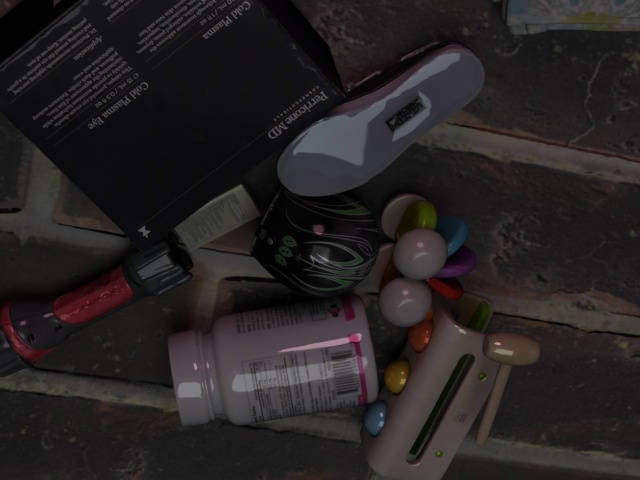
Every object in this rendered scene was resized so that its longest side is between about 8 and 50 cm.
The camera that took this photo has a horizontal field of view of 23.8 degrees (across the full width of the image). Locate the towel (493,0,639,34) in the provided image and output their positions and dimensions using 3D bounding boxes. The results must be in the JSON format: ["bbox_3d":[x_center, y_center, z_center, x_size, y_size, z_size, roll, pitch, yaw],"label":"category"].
[{"bbox_3d":[0.396,-0.424,1.908,0.320,0.090,0.374,-2,133,-8],"label":"towel"}]

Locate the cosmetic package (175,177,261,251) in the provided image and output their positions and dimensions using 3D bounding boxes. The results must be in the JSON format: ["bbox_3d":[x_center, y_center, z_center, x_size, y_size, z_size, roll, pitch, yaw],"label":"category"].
[{"bbox_3d":[-0.146,-0.039,2.109,0.115,0.041,0.060,-26,118,7],"label":"cosmetic package"}]

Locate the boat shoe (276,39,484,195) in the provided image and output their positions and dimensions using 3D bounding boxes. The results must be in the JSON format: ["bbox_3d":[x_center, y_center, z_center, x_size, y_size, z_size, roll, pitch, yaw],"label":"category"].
[{"bbox_3d":[0.072,-0.172,2.031,0.306,0.105,0.113,-37,113,5],"label":"boat shoe"}]

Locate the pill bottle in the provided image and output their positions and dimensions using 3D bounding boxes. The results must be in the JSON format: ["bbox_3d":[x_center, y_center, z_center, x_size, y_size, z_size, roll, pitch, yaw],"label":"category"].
[{"bbox_3d":[-0.068,0.176,2.170,0.283,0.160,0.160,-9,119,-3],"label":"pill bottle"}]

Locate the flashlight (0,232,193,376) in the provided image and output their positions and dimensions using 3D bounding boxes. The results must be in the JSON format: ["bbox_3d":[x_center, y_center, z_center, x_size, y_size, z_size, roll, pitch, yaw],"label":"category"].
[{"bbox_3d":[-0.332,0.083,2.117,0.304,0.103,0.103,-27,116,9],"label":"flashlight"}]

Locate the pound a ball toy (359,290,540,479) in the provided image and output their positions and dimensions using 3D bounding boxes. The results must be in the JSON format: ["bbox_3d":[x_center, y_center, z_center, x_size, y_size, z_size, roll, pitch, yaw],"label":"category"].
[{"bbox_3d":[0.171,0.212,2.196,0.135,0.208,0.319,18,116,-17],"label":"pound a ball toy"}]

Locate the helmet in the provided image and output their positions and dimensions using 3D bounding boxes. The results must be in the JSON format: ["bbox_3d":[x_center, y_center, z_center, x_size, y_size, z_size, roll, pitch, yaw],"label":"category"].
[{"bbox_3d":[0.000,0.000,2.089,0.161,0.169,0.169,27,114,3],"label":"helmet"}]

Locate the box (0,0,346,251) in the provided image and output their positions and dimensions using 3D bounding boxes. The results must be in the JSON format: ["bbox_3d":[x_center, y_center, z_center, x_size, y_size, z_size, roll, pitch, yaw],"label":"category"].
[{"bbox_3d":[-0.202,-0.221,1.921,0.343,0.179,0.312,-36,118,12],"label":"box"}]

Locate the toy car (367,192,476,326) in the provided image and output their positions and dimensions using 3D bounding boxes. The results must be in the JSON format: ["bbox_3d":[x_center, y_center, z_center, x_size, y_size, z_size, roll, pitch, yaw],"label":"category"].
[{"bbox_3d":[0.148,0.031,2.120,0.136,0.159,0.182,9,116,-13],"label":"toy car"}]
